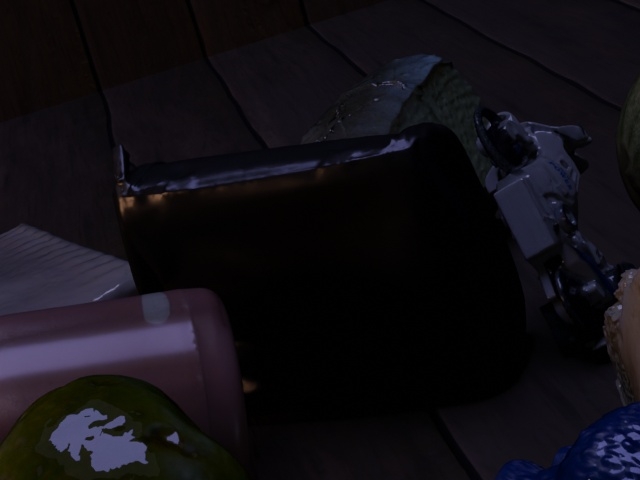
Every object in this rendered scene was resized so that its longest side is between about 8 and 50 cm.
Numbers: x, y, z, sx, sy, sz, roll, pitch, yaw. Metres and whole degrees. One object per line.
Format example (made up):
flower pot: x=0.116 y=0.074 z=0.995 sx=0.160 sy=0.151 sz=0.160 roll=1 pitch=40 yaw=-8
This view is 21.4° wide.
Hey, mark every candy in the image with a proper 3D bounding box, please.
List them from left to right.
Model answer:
candy: x=-0.295 y=0.099 z=1.607 sx=0.208 sy=0.145 sz=0.359 roll=-24 pitch=19 yaw=-26

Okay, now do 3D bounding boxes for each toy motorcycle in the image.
toy motorcycle: x=0.199 y=-0.014 z=1.408 sx=0.102 sy=0.221 sz=0.150 roll=-30 pitch=-12 yaw=25

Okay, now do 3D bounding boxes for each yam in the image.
yam: x=0.060 y=-0.042 z=1.658 sx=0.201 sy=0.202 sz=0.271 roll=-33 pitch=10 yaw=27

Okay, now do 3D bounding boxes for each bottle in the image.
bottle: x=-0.210 y=0.124 z=1.264 sx=0.297 sy=0.206 sz=0.173 roll=-6 pitch=53 yaw=-9

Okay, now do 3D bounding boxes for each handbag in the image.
handbag: x=0.001 y=-0.001 z=1.412 sx=0.302 sy=0.275 sz=0.178 roll=-9 pitch=29 yaw=22

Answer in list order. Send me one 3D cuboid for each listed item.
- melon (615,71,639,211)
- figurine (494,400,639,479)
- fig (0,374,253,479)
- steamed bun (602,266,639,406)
melon: x=0.410 y=-0.107 z=1.425 sx=0.329 sy=0.248 sz=0.248 roll=-24 pitch=18 yaw=-4
figurine: x=0.221 y=0.157 z=0.983 sx=0.262 sy=0.120 sz=0.164 roll=-1 pitch=20 yaw=36
fig: x=-0.170 y=0.223 z=1.097 sx=0.275 sy=0.206 sz=0.206 roll=-43 pitch=22 yaw=-8
steamed bun: x=0.312 y=0.052 z=1.147 sx=0.225 sy=0.170 sz=0.200 roll=-14 pitch=12 yaw=4
